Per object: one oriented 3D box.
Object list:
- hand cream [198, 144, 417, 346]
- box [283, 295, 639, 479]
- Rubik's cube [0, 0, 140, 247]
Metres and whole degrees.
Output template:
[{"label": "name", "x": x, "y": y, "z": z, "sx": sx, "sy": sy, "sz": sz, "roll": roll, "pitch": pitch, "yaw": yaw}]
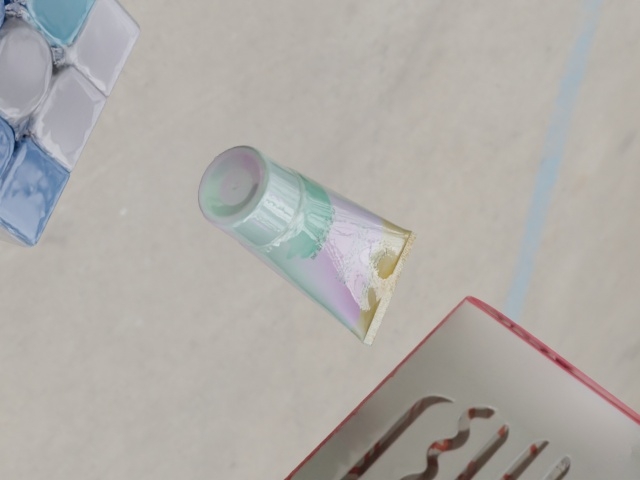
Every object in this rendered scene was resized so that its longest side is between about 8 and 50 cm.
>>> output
[{"label": "hand cream", "x": 0.000, "y": 0.000, "z": 0.745, "sx": 0.174, "sy": 0.047, "sz": 0.076, "roll": 35, "pitch": 77, "yaw": -51}, {"label": "box", "x": 0.118, "y": 0.288, "z": 0.974, "sx": 0.314, "sy": 0.300, "sz": 0.312, "roll": -42, "pitch": 155, "yaw": -26}, {"label": "Rubik's cube", "x": -0.493, "y": -0.237, "z": 1.632, "sx": 0.346, "sy": 0.344, "sz": 0.347, "roll": 46, "pitch": 62, "yaw": -56}]
